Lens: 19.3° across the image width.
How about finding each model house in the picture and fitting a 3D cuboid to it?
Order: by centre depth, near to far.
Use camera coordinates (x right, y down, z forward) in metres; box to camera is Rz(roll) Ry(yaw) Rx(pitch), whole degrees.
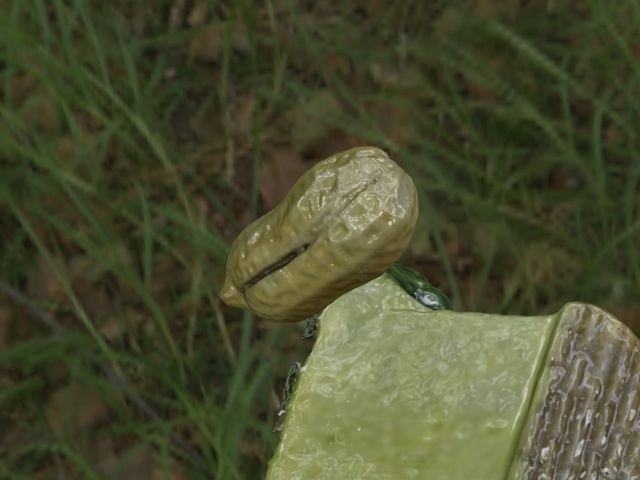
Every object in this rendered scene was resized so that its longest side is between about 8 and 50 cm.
[{"bbox_3d":[0.149,0.167,1.256,0.266,0.321,0.261,1,56,32],"label":"model house"}]

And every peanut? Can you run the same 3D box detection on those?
[{"bbox_3d":[0.000,0.000,1.105,0.080,0.174,0.080,16,59,-28],"label":"peanut"}]
